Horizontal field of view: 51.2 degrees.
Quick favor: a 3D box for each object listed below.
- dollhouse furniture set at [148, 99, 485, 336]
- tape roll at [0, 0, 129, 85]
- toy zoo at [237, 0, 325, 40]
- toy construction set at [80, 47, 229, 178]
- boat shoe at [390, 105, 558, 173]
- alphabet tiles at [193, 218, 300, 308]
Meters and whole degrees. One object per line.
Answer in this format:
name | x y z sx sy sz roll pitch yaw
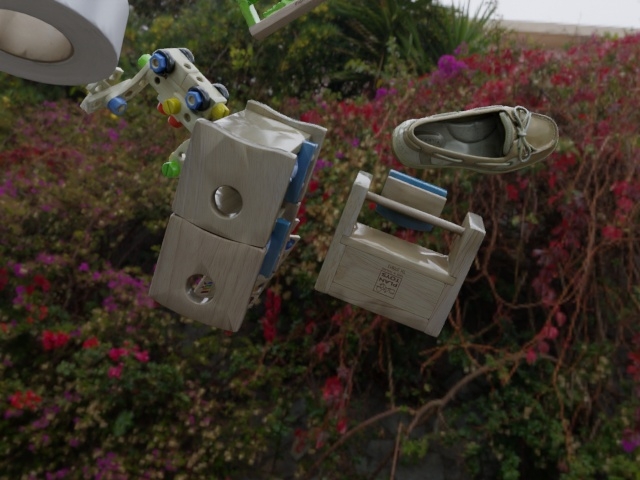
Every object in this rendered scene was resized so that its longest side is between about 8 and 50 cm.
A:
dollhouse furniture set | 0.000 0.000 0.472 0.183 0.129 0.129 21 -70 3
tape roll | -0.445 -0.350 1.021 0.286 0.100 0.286 5 -15 1
toy zoo | -0.074 -0.475 0.992 0.192 0.293 0.030 -26 -7 17
toy construction set | -0.285 -0.233 1.268 0.327 0.151 0.215 38 -57 -1
boat shoe | 0.138 -0.087 0.566 0.152 0.056 0.048 -1 -4 -12
alphabet tiles | -0.140 0.046 1.300 0.009 0.237 0.198 46 21 28
